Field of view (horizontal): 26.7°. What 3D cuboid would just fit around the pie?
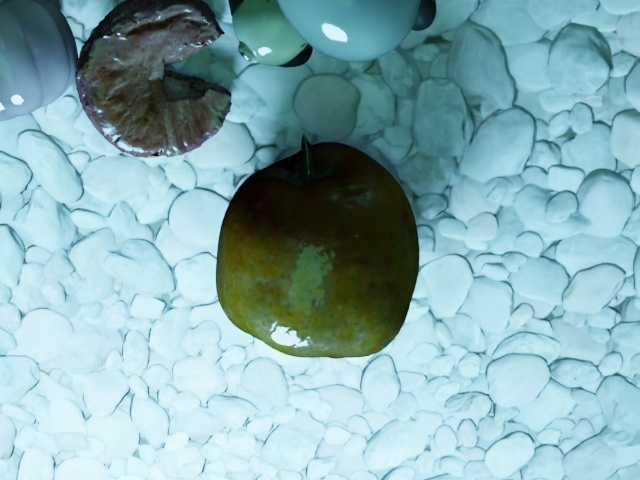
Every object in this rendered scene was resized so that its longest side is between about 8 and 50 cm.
[{"bbox_3d":[-0.207,-0.206,1.720,0.204,0.054,0.218,-27,120,-10],"label":"pie"}]

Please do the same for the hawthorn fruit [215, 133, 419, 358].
[{"bbox_3d":[0.000,0.000,1.744,0.268,0.267,0.300,3,115,2],"label":"hawthorn fruit"}]

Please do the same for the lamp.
[{"bbox_3d":[0.008,-0.298,1.629,0.244,0.197,0.197,-21,117,37],"label":"lamp"}]

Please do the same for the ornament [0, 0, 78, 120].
[{"bbox_3d":[-0.397,-0.238,1.684,0.178,0.177,0.177,2,118,3],"label":"ornament"}]
